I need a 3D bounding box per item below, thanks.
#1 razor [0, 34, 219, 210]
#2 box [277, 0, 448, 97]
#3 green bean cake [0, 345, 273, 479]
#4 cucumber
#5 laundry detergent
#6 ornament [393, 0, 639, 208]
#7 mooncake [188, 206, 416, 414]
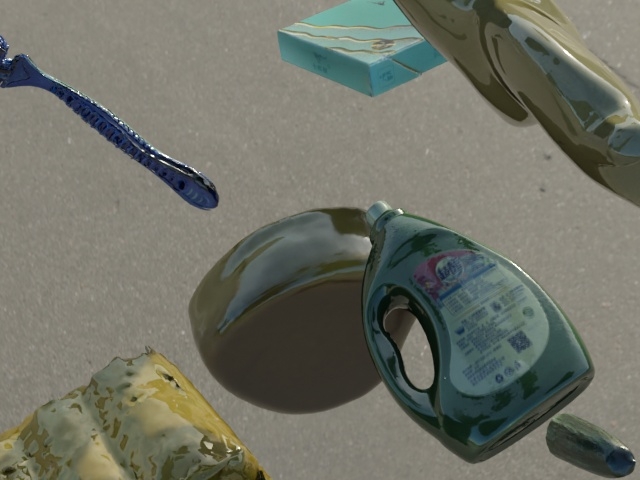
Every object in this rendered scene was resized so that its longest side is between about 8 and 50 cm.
[{"bbox_3d":[-0.253,-0.132,0.985,0.324,0.093,0.056,31,39,-25],"label":"razor"},{"bbox_3d":[0.091,-0.227,0.886,0.229,0.041,0.162,-29,38,-25],"label":"box"},{"bbox_3d":[-0.120,0.197,0.467,0.224,0.230,0.131,-36,46,-13],"label":"green bean cake"},{"bbox_3d":[0.268,0.206,0.824,0.048,0.105,0.048,-1,94,-16],"label":"cucumber"},{"bbox_3d":[0.091,0.053,0.630,0.137,0.063,0.211,-36,61,-4],"label":"laundry detergent"},{"bbox_3d":[0.089,-0.112,0.434,0.230,0.061,0.245,49,15,1],"label":"ornament"},{"bbox_3d":[-0.021,0.074,0.858,0.234,0.235,0.117,-7,46,-14],"label":"mooncake"}]
